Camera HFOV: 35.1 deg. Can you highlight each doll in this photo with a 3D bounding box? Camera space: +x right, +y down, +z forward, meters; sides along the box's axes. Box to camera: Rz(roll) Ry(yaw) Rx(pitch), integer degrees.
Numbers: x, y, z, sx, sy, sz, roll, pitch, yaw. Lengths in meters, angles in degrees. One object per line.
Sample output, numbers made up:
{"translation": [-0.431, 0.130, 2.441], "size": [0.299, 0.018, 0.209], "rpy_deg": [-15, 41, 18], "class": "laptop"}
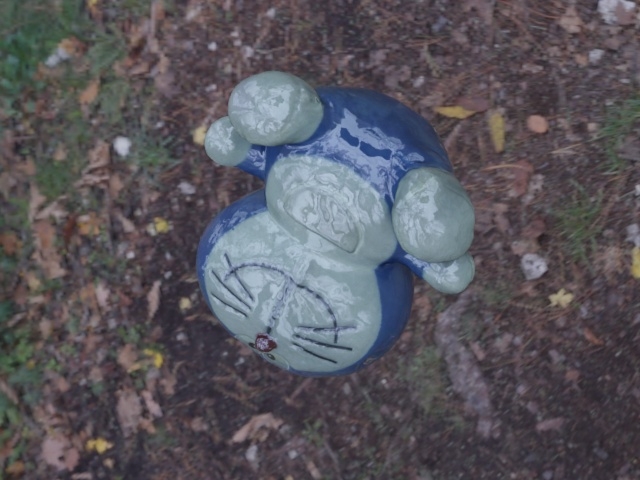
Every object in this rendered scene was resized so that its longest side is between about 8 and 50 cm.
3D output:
{"translation": [0.000, 0.000, 0.794], "size": [0.228, 0.154, 0.258], "rpy_deg": [30, 122, 3], "class": "doll"}
